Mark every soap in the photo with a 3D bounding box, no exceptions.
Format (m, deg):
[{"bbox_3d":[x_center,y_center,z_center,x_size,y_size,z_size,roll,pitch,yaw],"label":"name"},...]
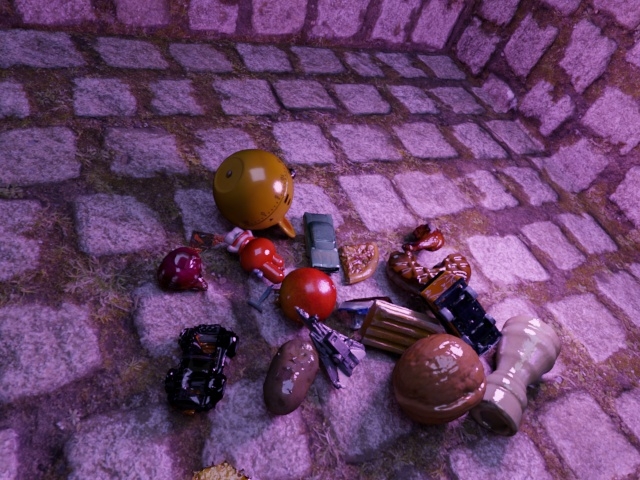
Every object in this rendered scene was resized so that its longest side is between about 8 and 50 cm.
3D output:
[{"bbox_3d":[0.302,0.342,1.675,0.274,0.173,0.089,19,21,-12],"label":"soap"}]

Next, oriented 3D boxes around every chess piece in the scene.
[{"bbox_3d":[0.728,0.508,1.683,0.234,0.234,0.442,39,54,15],"label":"chess piece"}]

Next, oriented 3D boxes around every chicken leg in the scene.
[{"bbox_3d":[0.476,-0.008,2.004,0.158,0.095,0.407,10,20,23],"label":"chicken leg"}]

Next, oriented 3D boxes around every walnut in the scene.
[{"bbox_3d":[0.399,0.477,1.523,0.333,0.332,0.332,10,48,-11],"label":"walnut"}]

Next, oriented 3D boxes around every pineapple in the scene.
[{"bbox_3d":[-0.286,0.722,1.220,0.225,0.076,0.224,8,48,-9],"label":"pineapple"}]

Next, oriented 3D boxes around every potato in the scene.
[{"bbox_3d":[-0.104,0.449,1.460,0.165,0.165,0.262,28,50,5],"label":"potato"}]

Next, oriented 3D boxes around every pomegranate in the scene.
[{"bbox_3d":[-0.067,0.211,1.659,0.257,0.220,0.220,-8,46,16],"label":"pomegranate"}]

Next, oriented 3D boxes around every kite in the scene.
[{"bbox_3d":[-0.490,-0.005,1.820,0.222,0.008,0.125,-28,64,-35],"label":"kite"}]

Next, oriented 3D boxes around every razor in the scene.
[{"bbox_3d":[-0.217,0.215,1.715,0.068,0.040,0.135,32,41,8],"label":"razor"}]

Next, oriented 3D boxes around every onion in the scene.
[{"bbox_3d":[-0.493,0.112,1.633,0.198,0.135,0.173,28,50,2],"label":"onion"}]

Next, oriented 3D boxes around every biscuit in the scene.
[{"bbox_3d":[0.474,0.145,1.903,0.367,0.115,0.268,-2,31,-7],"label":"biscuit"}]

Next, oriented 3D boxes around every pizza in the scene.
[{"bbox_3d":[0.159,0.076,1.946,0.197,0.058,0.292,34,48,12],"label":"pizza"}]

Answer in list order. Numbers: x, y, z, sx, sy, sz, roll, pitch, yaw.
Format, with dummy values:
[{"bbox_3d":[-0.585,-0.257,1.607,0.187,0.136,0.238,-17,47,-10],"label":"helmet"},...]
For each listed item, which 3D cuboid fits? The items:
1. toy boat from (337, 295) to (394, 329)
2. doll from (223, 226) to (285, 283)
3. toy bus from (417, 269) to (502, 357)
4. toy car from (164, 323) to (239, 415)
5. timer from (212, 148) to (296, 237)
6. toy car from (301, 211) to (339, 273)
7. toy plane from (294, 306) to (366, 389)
[{"bbox_3d":[0.187,0.287,1.751,0.262,0.114,0.115,-4,90,-23],"label":"toy boat"},{"bbox_3d":[-0.250,0.060,1.770,0.290,0.129,0.161,38,46,6],"label":"doll"},{"bbox_3d":[0.537,0.282,1.714,0.162,0.194,0.323,-41,111,-5],"label":"toy bus"},{"bbox_3d":[-0.384,0.408,1.430,0.193,0.118,0.301,9,49,-1],"label":"toy car"},{"bbox_3d":[-0.255,-0.201,1.882,0.387,0.376,0.376,33,27,-53],"label":"timer"},{"bbox_3d":[0.000,0.000,1.928,0.142,0.097,0.320,4,49,-15],"label":"toy car"},{"bbox_3d":[0.024,0.343,1.546,0.316,0.103,0.204,54,48,-13],"label":"toy plane"}]
